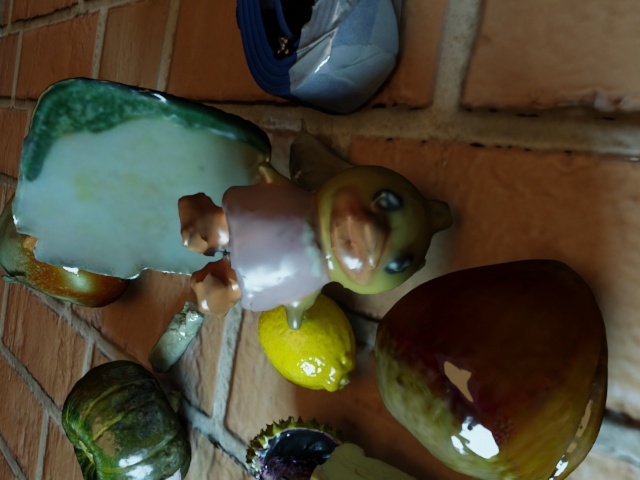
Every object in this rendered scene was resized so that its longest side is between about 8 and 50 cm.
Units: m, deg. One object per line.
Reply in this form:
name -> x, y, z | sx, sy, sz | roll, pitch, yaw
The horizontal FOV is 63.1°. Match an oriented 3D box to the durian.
durian -> -0.021, 0.268, 0.657 | 0.186, 0.119, 0.108 | 61, 171, -22

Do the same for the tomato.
tomato -> -0.514, -0.004, 1.061 | 0.304, 0.239, 0.303 | -10, 75, 44

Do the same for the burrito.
burrito -> -0.264, 0.178, 0.940 | 0.188, 0.045, 0.058 | -53, 47, 29

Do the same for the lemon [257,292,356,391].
lemon -> -0.015, 0.124, 0.659 | 0.155, 0.114, 0.114 | 49, 119, 32

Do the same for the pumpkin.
pumpkin -> -0.318, 0.323, 0.896 | 0.260, 0.189, 0.260 | 23, 125, 38

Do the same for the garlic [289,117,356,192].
garlic -> -0.001, -0.088, 0.703 | 0.084, 0.066, 0.152 | -46, 57, -1

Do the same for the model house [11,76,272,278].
model house -> -0.240, -0.083, 0.773 | 0.284, 0.299, 0.243 | -139, 62, -79

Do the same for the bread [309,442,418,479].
bread -> 0.077, 0.367, 0.524 | 0.246, 0.111, 0.239 | 22, 105, 28

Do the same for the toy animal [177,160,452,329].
toy animal -> 0.003, -0.001, 0.582 | 0.282, 0.169, 0.195 | -9, 99, 17

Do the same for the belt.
belt -> -0.008, -0.343, 0.690 | 0.213, 0.117, 0.346 | -20, 71, 42

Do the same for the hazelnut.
hazelnut -> 0.156, 0.100, 0.459 | 0.208, 0.208, 0.208 | -5, 83, 44
